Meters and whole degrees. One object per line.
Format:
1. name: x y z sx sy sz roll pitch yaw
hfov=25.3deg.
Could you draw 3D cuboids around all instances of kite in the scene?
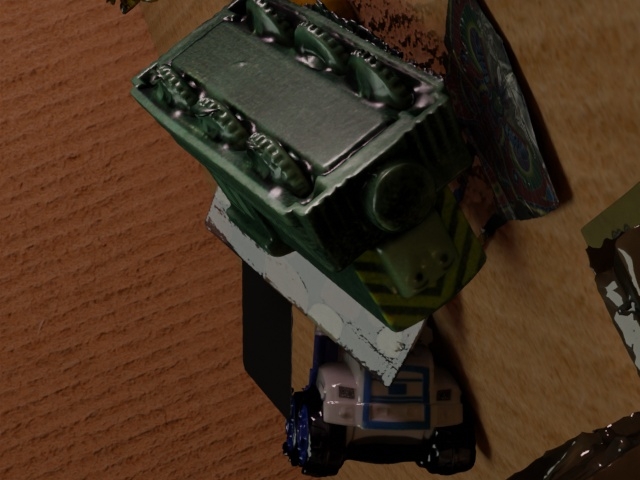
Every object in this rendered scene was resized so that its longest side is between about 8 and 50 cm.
1. kite: 0.097 -0.059 0.917 0.285 0.015 0.152 111 140 -75

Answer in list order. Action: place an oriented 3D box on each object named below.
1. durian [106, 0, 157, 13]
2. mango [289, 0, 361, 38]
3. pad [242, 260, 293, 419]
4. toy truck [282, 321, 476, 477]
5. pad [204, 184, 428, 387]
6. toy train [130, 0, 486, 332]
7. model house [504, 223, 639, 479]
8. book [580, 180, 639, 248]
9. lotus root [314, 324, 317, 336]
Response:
1. durian: -0.241 -0.399 1.524 0.258 0.258 0.293 62 180 40
2. mango: 0.006 -0.156 1.127 0.114 0.057 0.079 63 170 -20
3. pad: -0.049 0.075 1.305 0.112 0.003 0.157 -137 42 -54
4. toy truck: 0.051 0.124 1.316 0.213 0.161 0.177 171 101 -81
5. pad: 0.000 0.000 1.187 0.235 0.003 0.158 41 132 22
6. toy train: -0.003 -0.059 0.993 0.330 0.138 0.178 39 165 55
7. model house: 0.154 0.074 0.455 0.181 0.176 0.248 66 -172 13
8. book: 0.183 0.066 0.669 0.168 0.013 0.192 109 139 -79
9. lotus root: 0.049 0.126 1.462 0.165 0.088 0.088 61 172 -2
